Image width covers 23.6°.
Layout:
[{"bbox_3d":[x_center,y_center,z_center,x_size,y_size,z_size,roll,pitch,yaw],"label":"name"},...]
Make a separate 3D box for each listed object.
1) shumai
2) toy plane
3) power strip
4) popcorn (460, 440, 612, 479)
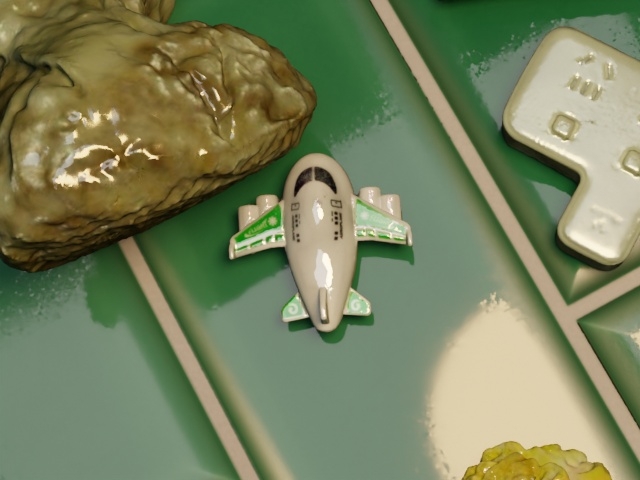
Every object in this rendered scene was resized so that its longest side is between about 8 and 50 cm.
[{"bbox_3d":[-0.205,-0.147,1.368,0.292,0.330,0.288,-24,90,42],"label":"shumai"},{"bbox_3d":[0.000,0.000,1.444,0.174,0.080,0.174,-1,76,5],"label":"toy plane"},{"bbox_3d":[0.292,-0.066,1.444,0.265,0.059,0.193,28,82,9],"label":"power strip"},{"bbox_3d":[0.193,0.242,1.363,0.145,0.126,0.125,27,107,-6],"label":"popcorn"}]
